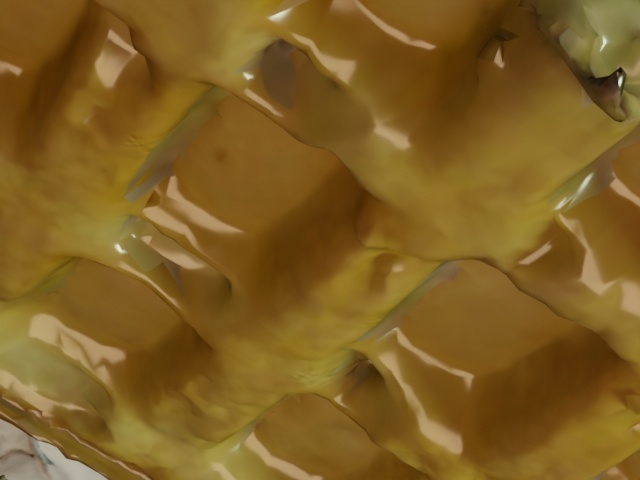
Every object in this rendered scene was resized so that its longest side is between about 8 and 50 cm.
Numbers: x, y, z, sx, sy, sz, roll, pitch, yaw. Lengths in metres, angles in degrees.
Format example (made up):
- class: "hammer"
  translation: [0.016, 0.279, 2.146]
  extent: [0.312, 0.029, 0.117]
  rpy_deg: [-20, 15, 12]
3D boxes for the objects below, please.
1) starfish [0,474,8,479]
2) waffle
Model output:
- class: "starfish"
  translation: [-0.171, 0.028, 0.442]
  extent: [0.301, 0.084, 0.293]
  rpy_deg: [21, 146, 15]
- class: "waffle"
  translation: [0.000, 0.001, 0.432]
  extent: [0.348, 0.077, 0.304]
  rpy_deg: [34, 143, -10]
